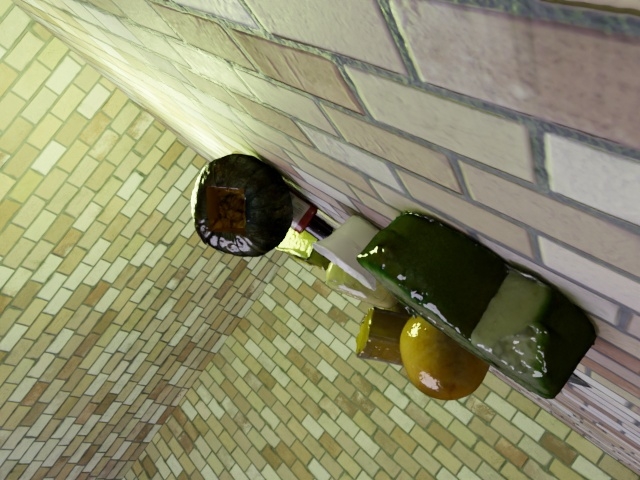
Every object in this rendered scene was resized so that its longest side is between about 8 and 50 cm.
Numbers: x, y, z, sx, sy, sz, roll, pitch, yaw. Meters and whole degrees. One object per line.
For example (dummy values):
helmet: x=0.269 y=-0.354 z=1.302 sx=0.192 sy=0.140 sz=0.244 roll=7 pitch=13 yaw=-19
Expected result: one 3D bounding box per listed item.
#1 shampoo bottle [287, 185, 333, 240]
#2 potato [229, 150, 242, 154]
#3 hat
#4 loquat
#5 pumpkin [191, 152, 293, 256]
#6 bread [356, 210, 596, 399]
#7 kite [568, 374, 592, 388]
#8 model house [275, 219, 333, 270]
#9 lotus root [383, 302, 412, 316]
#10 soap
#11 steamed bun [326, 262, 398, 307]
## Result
shampoo bottle: x=-0.083 y=-0.094 z=1.511 sx=0.278 sy=0.104 sz=0.104 roll=36 pitch=176 yaw=2
potato: x=-0.262 y=-0.251 z=1.571 sx=0.086 sy=0.061 sz=0.122 roll=40 pitch=173 yaw=-39
hat: x=0.089 y=0.018 z=1.135 sx=0.203 sy=0.126 sz=0.203 roll=37 pitch=177 yaw=3
loquat: x=0.368 y=0.335 z=1.393 sx=0.275 sy=0.275 sz=0.275 roll=36 pitch=176 yaw=3
pumpkin: x=-0.234 y=-0.101 z=1.386 sx=0.320 sy=0.320 sz=0.192 roll=36 pitch=-162 yaw=9
bread: x=0.241 y=0.104 z=0.767 sx=0.366 sy=0.129 sz=0.382 roll=38 pitch=176 yaw=-14
kite: x=0.504 y=0.270 z=1.141 sx=0.310 sy=0.015 sz=0.169 roll=38 pitch=168 yaw=-19
model house: x=-0.019 y=0.015 z=1.815 sx=0.193 sy=0.174 sz=0.234 roll=16 pitch=173 yaw=40
lotus root: x=0.326 y=0.255 z=1.710 sx=0.257 sy=0.154 sz=0.140 roll=28 pitch=167 yaw=12
soap: x=0.275 y=0.354 z=1.633 sx=0.281 sy=0.143 sz=0.259 roll=10 pitch=146 yaw=-3
steamed bun: x=0.161 y=0.123 z=1.568 sx=0.232 sy=0.166 sz=0.273 roll=16 pitch=173 yaw=29
